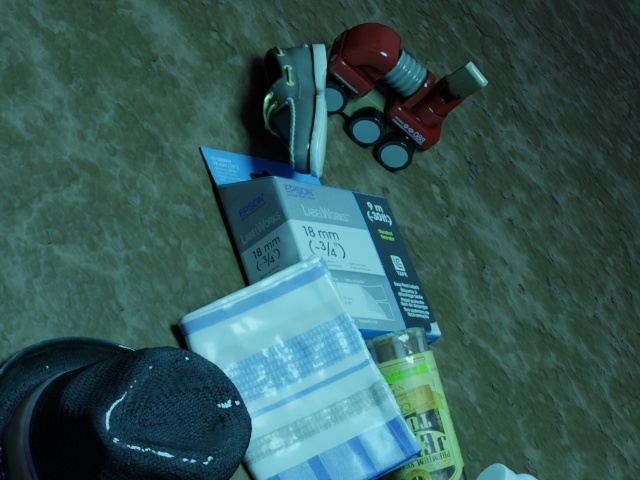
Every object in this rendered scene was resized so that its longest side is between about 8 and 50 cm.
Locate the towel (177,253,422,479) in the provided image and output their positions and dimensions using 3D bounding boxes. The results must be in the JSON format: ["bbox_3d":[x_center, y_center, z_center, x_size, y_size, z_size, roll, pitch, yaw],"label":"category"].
[{"bbox_3d":[-0.024,0.175,1.883,0.209,0.034,0.285,-23,77,-19],"label":"towel"}]

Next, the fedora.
[{"bbox_3d":[-0.187,0.207,1.640,0.334,0.152,0.334,32,38,-29],"label":"fedora"}]

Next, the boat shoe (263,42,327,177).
[{"bbox_3d":[-0.037,-0.186,2.223,0.091,0.109,0.305,3,35,-3],"label":"boat shoe"}]

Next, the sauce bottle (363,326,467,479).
[{"bbox_3d":[0.127,0.283,1.958,0.111,0.111,0.344,-7,78,-54],"label":"sauce bottle"}]

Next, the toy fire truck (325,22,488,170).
[{"bbox_3d":[0.133,-0.243,2.377,0.217,0.246,0.158,40,34,-19],"label":"toy fire truck"}]

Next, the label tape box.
[{"bbox_3d":[0.000,0.000,2.112,0.240,0.106,0.334,8,53,-48],"label":"label tape box"}]

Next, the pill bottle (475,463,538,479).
[{"bbox_3d":[0.286,0.376,2.122,0.169,0.094,0.094,38,35,-22],"label":"pill bottle"}]
